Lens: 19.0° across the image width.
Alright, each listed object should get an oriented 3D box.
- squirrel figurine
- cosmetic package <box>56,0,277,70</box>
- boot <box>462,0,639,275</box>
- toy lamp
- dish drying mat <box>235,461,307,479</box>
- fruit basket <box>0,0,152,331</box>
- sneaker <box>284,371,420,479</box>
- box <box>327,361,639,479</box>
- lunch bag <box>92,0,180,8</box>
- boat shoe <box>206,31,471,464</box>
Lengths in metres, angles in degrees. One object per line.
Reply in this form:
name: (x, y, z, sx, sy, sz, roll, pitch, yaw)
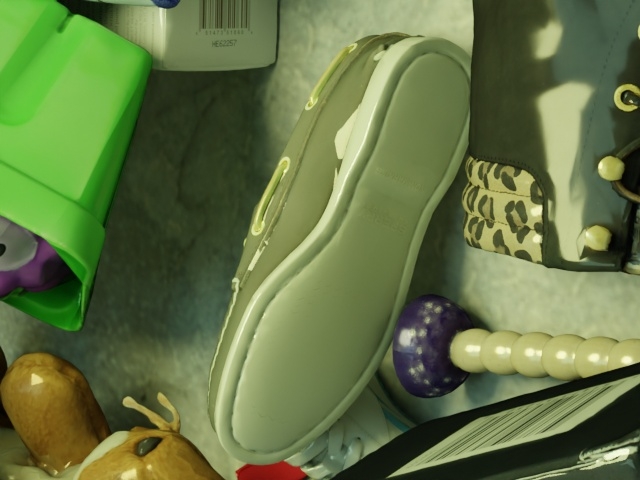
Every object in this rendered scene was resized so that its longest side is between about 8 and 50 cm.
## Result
squirrel figurine: (-0.179, 0.280, 1.452, 0.370, 0.281, 0.397, -1, 109, 33)
cosmetic package: (-0.153, -0.177, 1.437, 0.231, 0.117, 0.085, 10, 101, 44)
boot: (0.206, -0.122, 1.080, 0.377, 0.138, 0.284, 8, 99, 49)
toy lamp: (0.169, 0.072, 1.185, 0.274, 0.080, 0.080, 4, 97, 44)
dish drying mat: (-0.034, 0.172, 1.432, 0.083, 0.008, 0.032, -34, 72, 40)
fruit basket: (-0.333, -0.021, 1.332, 0.283, 0.392, 0.392, 124, 129, -72)
sneaker: (0.019, 0.144, 1.322, 0.229, 0.092, 0.087, 50, 123, 27)
box: (0.180, 0.282, 1.051, 0.293, 0.212, 0.395, -22, 92, 42)
lunch bag: (-0.178, -0.382, 1.336, 0.328, 0.239, 0.385, 14, 69, 43)
boat shoe: (0.003, 0.002, 1.273, 0.091, 0.109, 0.305, 22, 86, 56)
